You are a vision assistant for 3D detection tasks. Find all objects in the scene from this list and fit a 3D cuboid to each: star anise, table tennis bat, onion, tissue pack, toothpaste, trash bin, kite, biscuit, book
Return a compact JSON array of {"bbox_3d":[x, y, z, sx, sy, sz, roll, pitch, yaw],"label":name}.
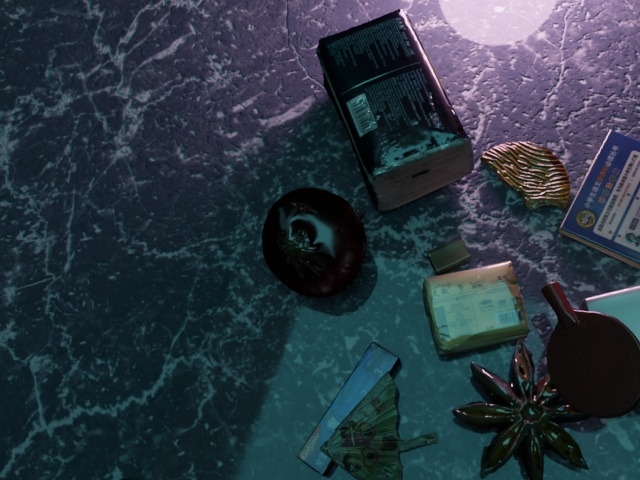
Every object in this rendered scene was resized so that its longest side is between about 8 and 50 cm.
[{"bbox_3d":[0.457,0.381,1.739,0.332,0.117,0.331,-1,77,3],"label":"star anise"},{"bbox_3d":[0.558,0.224,1.665,0.200,0.038,0.310,-37,60,24],"label":"table tennis bat"},{"bbox_3d":[0.000,0.000,1.924,0.273,0.285,0.272,9,106,33],"label":"onion"},{"bbox_3d":[0.176,-0.323,1.956,0.264,0.253,0.416,-23,69,3],"label":"tissue pack"},{"bbox_3d":[0.068,0.389,1.831,0.076,0.066,0.320,32,80,18],"label":"toothpaste"},{"bbox_3d":[0.667,0.242,1.725,0.136,0.159,0.246,-14,70,7],"label":"tissue pack"},{"bbox_3d":[0.359,0.159,1.845,0.222,0.090,0.186,-15,71,6],"label":"tissue pack"},{"bbox_3d":[0.313,0.041,1.921,0.092,0.043,0.060,-23,69,-2],"label":"trash bin"},{"bbox_3d":[0.131,0.457,1.780,0.268,0.013,0.322,-2,82,-6],"label":"kite"},{"bbox_3d":[0.506,-0.164,1.961,0.229,0.031,0.176,11,72,13],"label":"biscuit"},{"bbox_3d":[0.823,-0.058,1.862,0.428,0.039,0.300,27,78,18],"label":"book"}]

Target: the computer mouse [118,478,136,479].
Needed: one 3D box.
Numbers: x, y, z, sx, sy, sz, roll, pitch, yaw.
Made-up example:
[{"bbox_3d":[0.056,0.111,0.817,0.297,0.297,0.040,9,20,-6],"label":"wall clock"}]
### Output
[{"bbox_3d":[-0.415,0.629,1.838,0.192,0.062,0.105,23,78,23],"label":"computer mouse"}]
